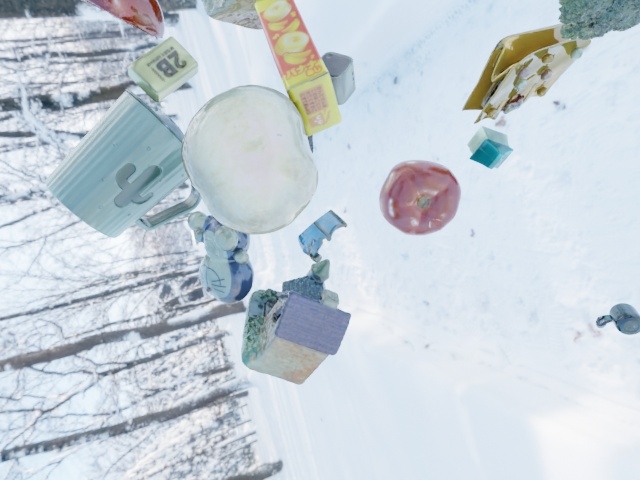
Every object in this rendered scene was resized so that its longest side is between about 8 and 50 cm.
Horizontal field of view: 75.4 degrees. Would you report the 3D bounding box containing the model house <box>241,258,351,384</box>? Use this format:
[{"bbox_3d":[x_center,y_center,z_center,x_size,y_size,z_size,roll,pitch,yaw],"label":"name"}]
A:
[{"bbox_3d":[-0.062,0.209,1.229,0.280,0.245,0.312,-53,22,29],"label":"model house"}]

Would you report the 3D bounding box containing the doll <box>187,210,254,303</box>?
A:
[{"bbox_3d":[-0.275,0.055,1.173,0.228,0.154,0.259,22,112,35],"label":"doll"}]

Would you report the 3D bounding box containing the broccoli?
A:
[{"bbox_3d":[0.600,-0.583,0.839,0.321,0.303,0.284,-54,55,30],"label":"broccoli"}]

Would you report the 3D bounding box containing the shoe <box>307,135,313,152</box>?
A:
[{"bbox_3d":[-0.065,-0.324,1.311,0.195,0.074,0.077,100,151,-43],"label":"shoe"}]

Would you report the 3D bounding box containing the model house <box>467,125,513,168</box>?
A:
[{"bbox_3d":[0.635,-0.333,1.548,0.101,0.126,0.149,118,163,-47],"label":"model house"}]

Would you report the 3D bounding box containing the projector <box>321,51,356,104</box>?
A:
[{"bbox_3d":[0.034,-0.390,0.999,0.083,0.083,0.082,25,157,22],"label":"projector"}]

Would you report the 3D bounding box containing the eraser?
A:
[{"bbox_3d":[-0.460,-0.504,1.220,0.117,0.172,0.058,46,157,-10],"label":"eraser"}]

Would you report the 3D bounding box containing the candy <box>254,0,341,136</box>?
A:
[{"bbox_3d":[-0.048,-0.367,0.855,0.146,0.087,0.276,59,-170,-61],"label":"candy"}]

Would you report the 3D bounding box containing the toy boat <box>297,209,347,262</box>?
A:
[{"bbox_3d":[0.000,0.000,0.927,0.077,0.075,0.185,52,152,0],"label":"toy boat"}]

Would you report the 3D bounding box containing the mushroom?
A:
[{"bbox_3d":[-0.126,-0.146,0.778,0.234,0.253,0.260,-157,90,-82],"label":"mushroom"}]

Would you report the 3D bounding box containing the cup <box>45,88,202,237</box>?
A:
[{"bbox_3d":[-0.576,-0.206,1.321,0.401,0.392,0.310,46,173,-20],"label":"cup"}]

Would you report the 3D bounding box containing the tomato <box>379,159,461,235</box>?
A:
[{"bbox_3d":[0.364,-0.169,1.546,0.226,0.298,0.299,-66,-30,-70],"label":"tomato"}]

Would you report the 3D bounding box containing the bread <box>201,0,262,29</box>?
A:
[{"bbox_3d":[-0.186,-0.657,1.040,0.176,0.246,0.196,-8,97,43],"label":"bread"}]

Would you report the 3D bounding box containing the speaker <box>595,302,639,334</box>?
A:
[{"bbox_3d":[0.747,0.195,1.040,0.075,0.094,0.060,-50,-44,-63],"label":"speaker"}]

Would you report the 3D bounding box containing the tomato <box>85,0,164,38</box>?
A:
[{"bbox_3d":[-0.376,-0.459,0.780,0.082,0.166,0.174,-64,-11,16],"label":"tomato"}]

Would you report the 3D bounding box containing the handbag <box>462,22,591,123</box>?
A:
[{"bbox_3d":[0.700,-0.561,1.417,0.133,0.400,0.283,57,155,20],"label":"handbag"}]
